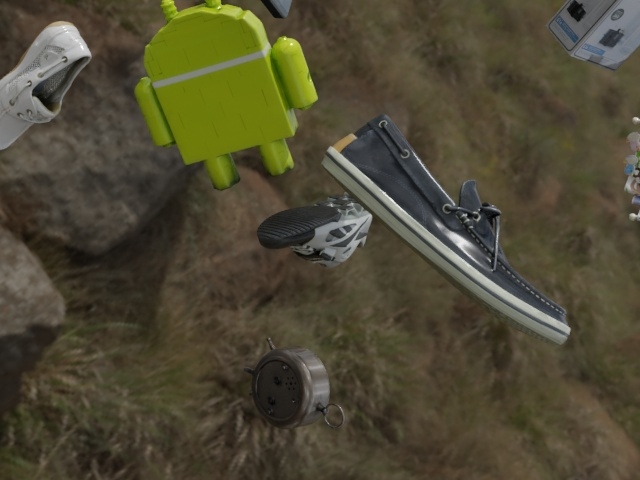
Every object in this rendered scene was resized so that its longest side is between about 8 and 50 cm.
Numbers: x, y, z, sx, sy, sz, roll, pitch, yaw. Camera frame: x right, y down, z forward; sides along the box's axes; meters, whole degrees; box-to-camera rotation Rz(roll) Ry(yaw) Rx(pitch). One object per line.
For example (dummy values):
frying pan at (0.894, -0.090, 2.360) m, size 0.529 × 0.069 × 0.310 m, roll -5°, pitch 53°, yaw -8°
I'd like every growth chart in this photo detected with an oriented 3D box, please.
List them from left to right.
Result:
growth chart at (0.715, -0.146, 2.211) m, size 0.021 × 0.172 × 0.237 m, roll 12°, pitch 82°, yaw -49°

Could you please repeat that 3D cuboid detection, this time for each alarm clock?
alarm clock at (-0.037, 0.243, 1.673) m, size 0.192 × 0.129 × 0.064 m, roll 26°, pitch 16°, yaw 32°

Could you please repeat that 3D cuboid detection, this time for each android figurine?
android figurine at (-0.136, -0.207, 1.437) m, size 0.056 × 0.248 × 0.273 m, roll -71°, pitch 143°, yaw -63°

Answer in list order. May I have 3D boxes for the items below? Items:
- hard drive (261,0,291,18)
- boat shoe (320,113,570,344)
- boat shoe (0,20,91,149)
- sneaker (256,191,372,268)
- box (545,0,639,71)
hard drive at (-0.062, -0.340, 1.257) m, size 0.135 × 0.022 × 0.094 m, roll 42°, pitch 61°, yaw -62°
boat shoe at (0.225, -0.021, 1.727) m, size 0.500 × 0.156 × 0.187 m, roll 42°, pitch -1°, yaw 12°
boat shoe at (-0.493, -0.246, 1.814) m, size 0.096 × 0.277 × 0.098 m, roll 50°, pitch 25°, yaw 18°
sneaker at (0.000, 0.000, 2.194) m, size 0.330 × 0.122 × 0.146 m, roll -17°, pitch 116°, yaw -46°
box at (0.574, -0.457, 1.930) m, size 0.169 × 0.290 × 0.087 m, roll 8°, pitch 42°, yaw -44°
